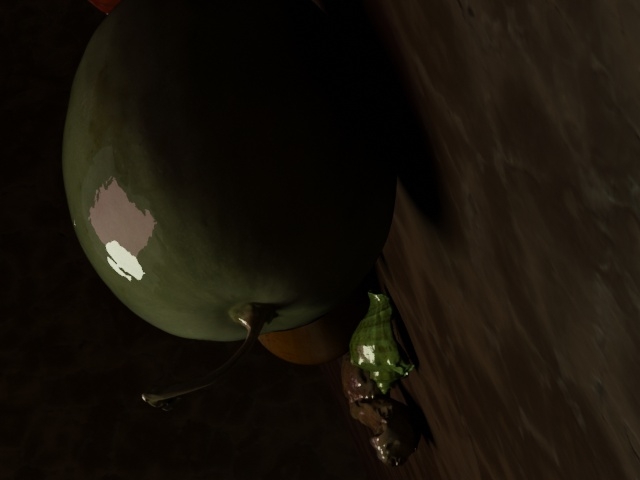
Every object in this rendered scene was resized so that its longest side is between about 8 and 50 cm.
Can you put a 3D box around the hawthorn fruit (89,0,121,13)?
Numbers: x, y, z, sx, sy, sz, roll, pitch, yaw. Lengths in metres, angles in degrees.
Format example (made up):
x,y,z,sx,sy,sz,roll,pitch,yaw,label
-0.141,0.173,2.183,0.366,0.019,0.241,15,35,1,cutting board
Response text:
x,y,z,sx,sy,sz,roll,pitch,yaw,label
-0.224,-0.358,1.575,0.210,0.210,0.262,-120,31,-59,hawthorn fruit

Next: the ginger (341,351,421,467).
x,y,z,sx,sy,sz,roll,pitch,yaw,label
0.078,0.199,1.765,0.290,0.084,0.122,-113,24,-61,ginger

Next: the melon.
x,y,z,sx,sy,sz,roll,pitch,yaw,label
-0.071,-0.065,1.048,0.308,0.272,0.272,59,174,14,melon

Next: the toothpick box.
x,y,z,sx,sy,sz,roll,pitch,yaw,label
-0.031,0.034,1.532,0.294,0.192,0.192,61,-176,-67,toothpick box

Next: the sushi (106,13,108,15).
x,y,z,sx,sy,sz,roll,pitch,yaw,label
-0.200,-0.303,1.858,0.417,0.176,0.417,156,90,-83,sushi

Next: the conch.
x,y,z,sx,sy,sz,roll,pitch,yaw,label
0.072,0.115,1.514,0.089,0.074,0.121,15,111,51,conch
